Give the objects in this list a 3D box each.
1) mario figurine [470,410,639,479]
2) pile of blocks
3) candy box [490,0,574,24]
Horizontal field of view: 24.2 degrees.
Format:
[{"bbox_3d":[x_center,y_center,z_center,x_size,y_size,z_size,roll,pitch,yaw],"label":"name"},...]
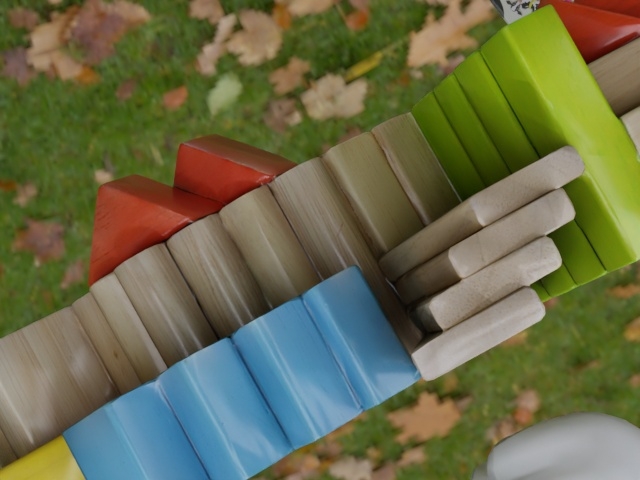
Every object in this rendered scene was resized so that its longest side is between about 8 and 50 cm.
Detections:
[{"bbox_3d":[0.053,0.157,0.365,0.170,0.320,0.198,36,84,-6],"label":"mario figurine"},{"bbox_3d":[0.000,0.000,0.502,0.362,0.112,0.149,-30,176,3],"label":"pile of blocks"},{"bbox_3d":[0.208,-0.197,0.872,0.233,0.159,0.071,-44,151,24],"label":"candy box"}]
